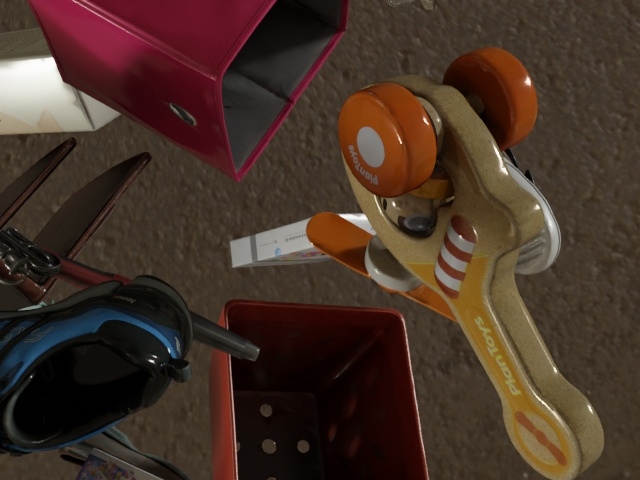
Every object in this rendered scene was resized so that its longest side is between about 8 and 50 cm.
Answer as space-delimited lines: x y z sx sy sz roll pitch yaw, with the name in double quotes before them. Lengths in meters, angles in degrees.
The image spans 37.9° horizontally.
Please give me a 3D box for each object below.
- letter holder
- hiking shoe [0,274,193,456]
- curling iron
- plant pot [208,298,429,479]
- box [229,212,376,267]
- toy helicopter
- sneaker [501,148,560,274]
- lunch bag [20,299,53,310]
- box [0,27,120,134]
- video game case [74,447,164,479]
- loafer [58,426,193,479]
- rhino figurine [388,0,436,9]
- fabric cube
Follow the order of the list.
"letter holder" -0.339 -0.044 1.019 0.152 0.302 0.214 44 63 -18
"hiking shoe" -0.245 0.110 0.699 0.304 0.132 0.113 -22 105 0
"curling iron" -0.180 0.059 0.858 0.274 0.068 0.035 27 108 -20
"plant pot" -0.035 0.256 1.306 0.267 0.267 0.236 5 152 -23
"box" 0.000 0.000 1.140 0.145 0.186 0.038 -2 81 -41
"toy helicopter" 0.113 0.035 0.770 0.140 0.235 0.355 -24 84 -31
"sneaker" 0.236 -0.073 1.307 0.127 0.321 0.126 -3 128 -41
"lunch bag" -0.547 0.215 1.707 0.160 0.223 0.262 -33 148 12
"box" -0.421 -0.242 1.393 0.311 0.148 0.121 4 124 35
"video game case" -0.159 0.218 0.663 0.122 0.087 0.011 -63 149 -20
"loafer" -0.299 0.383 1.489 0.267 0.084 0.096 29 137 18
"rhino figurine" 0.177 -0.390 1.371 0.106 0.243 0.073 -41 105 -24
"fabric cube" -0.138 -0.267 1.027 0.258 0.254 0.259 30 73 9
